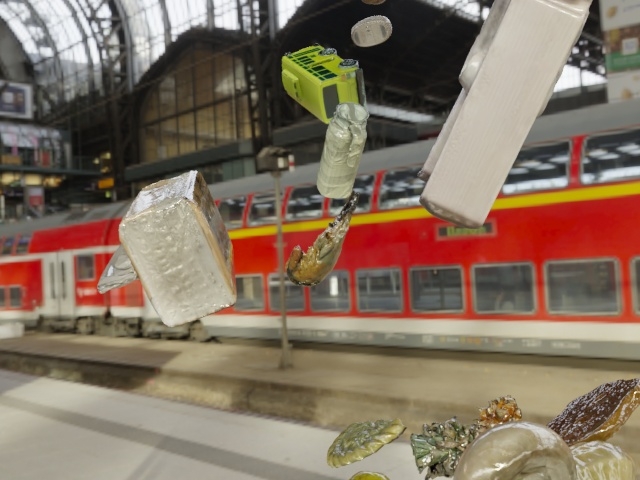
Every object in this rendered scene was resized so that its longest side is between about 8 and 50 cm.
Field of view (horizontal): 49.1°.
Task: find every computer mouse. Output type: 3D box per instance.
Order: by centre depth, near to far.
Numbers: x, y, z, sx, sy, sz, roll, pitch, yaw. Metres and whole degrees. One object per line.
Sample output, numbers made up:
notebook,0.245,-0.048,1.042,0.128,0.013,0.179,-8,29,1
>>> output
computer mouse,0.120,-0.494,1.650,0.096,0.066,0.039,-13,38,12

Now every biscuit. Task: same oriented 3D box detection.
biscuit,0.585,0.403,1.543,0.257,0.049,0.273,-36,-6,-26
biscuit,0.099,0.537,1.859,0.187,0.036,0.273,-35,3,-34

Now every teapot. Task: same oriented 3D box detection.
teapot,0.047,-0.173,1.425,0.077,0.107,0.200,0,-45,-14

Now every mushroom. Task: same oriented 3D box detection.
mushroom,0.310,0.380,1.054,0.204,0.204,0.204,-3,-2,0

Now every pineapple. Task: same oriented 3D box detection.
pineapple,0.367,0.527,1.773,0.272,0.262,0.262,-8,-2,0

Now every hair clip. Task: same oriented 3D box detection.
hair clip,0.180,-0.171,0.631,0.085,0.330,0.101,26,28,9

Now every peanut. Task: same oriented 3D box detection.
peanut,0.455,0.467,1.271,0.325,0.153,0.140,-22,9,-37

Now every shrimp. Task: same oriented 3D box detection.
shrimp,0.009,0.002,1.601,0.117,0.262,0.066,7,27,-38

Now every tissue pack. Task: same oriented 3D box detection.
tissue pack,-0.291,0.017,1.312,0.239,0.238,0.305,-3,16,-7

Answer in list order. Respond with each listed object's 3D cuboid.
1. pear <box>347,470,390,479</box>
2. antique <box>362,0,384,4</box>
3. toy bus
pear,0.107,0.581,1.505,0.149,0.162,0.149,3,-26,1
antique,0.120,-0.565,1.234,0.121,0.256,0.143,22,48,40
toy bus,0.002,-0.410,1.821,0.150,0.128,0.262,-22,36,-16
